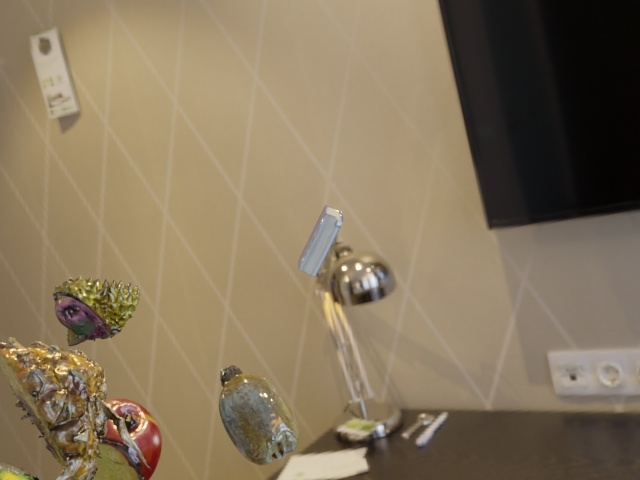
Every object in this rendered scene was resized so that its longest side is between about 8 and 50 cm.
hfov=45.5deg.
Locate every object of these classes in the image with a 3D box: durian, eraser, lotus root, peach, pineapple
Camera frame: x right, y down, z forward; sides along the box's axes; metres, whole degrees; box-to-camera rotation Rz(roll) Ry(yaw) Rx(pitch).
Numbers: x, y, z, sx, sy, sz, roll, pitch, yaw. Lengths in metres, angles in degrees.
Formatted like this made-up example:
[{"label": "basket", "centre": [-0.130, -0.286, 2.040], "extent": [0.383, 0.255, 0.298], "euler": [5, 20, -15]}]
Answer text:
[{"label": "durian", "centre": [-0.376, 0.094, 1.263], "extent": [0.187, 0.108, 0.119], "euler": [-18, 31, 48]}, {"label": "eraser", "centre": [0.000, 0.000, 0.992], "extent": [0.027, 0.084, 0.063], "euler": [25, 11, -4]}, {"label": "lotus root", "centre": [-0.115, 0.294, 1.311], "extent": [0.113, 0.192, 0.088], "euler": [-28, -27, -18]}, {"label": "peach", "centre": [-0.571, 0.586, 2.160], "extent": [0.258, 0.361, 0.201], "euler": [27, 40, 5]}, {"label": "pineapple", "centre": [-0.435, 0.263, 1.323], "extent": [0.158, 0.334, 0.161], "euler": [-19, -34, -31]}]

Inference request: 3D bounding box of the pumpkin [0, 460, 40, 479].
[{"label": "pumpkin", "centre": [-0.744, 0.627, 1.647], "extent": [0.296, 0.295, 0.296], "euler": [-13, 7, 2]}]
